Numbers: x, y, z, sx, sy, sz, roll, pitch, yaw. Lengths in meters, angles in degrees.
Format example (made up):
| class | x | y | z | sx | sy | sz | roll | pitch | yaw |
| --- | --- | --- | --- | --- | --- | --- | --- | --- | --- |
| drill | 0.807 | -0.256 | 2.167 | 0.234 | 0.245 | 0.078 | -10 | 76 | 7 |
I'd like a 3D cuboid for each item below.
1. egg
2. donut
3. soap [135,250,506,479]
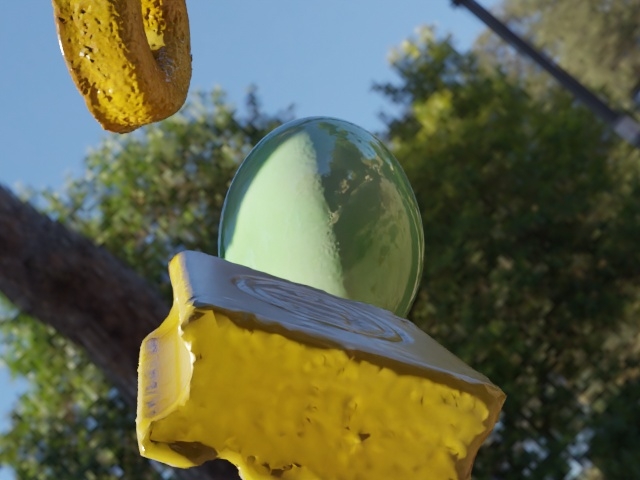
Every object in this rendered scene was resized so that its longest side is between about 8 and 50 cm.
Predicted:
| class | x | y | z | sx | sy | sz | roll | pitch | yaw |
| --- | --- | --- | --- | --- | --- | --- | --- | --- | --- |
| egg | 0.000 | 0.000 | 1.649 | 0.220 | 0.270 | 0.220 | -4 | -9 | -1 |
| donut | -0.137 | -0.154 | 1.105 | 0.058 | 0.152 | 0.152 | -9 | -9 | 18 |
| soap | -0.011 | 0.088 | 0.985 | 0.324 | 0.204 | 0.096 | -145 | 73 | -81 |
